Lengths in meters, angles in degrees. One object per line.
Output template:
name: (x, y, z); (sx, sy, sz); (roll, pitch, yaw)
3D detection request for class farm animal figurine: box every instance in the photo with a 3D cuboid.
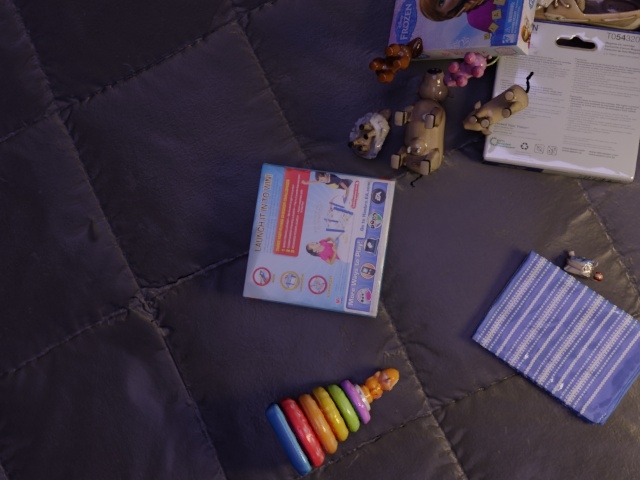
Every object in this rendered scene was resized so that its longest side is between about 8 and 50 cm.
farm animal figurine: (0.256, -0.277, 1.609); (0.330, 0.172, 0.327); (29, 118, 16)

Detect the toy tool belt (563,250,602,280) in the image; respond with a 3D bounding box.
toy tool belt: (0.577, 0.054, 1.622); (0.083, 0.052, 0.051); (15, 81, 27)

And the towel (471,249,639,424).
towel: (0.530, 0.213, 1.615); (0.336, 0.040, 0.243); (35, 95, 8)

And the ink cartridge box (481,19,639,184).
ink cartridge box: (0.542, -0.309, 1.646); (0.324, 0.071, 0.330); (10, 84, 7)

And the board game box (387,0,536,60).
board game box: (0.315, -0.556, 1.615); (0.318, 0.066, 0.318); (7, 86, 38)

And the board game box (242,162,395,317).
board game box: (0.000, 0.000, 1.677); (0.302, 0.086, 0.308); (8, 87, 7)

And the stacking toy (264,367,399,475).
stacking toy: (0.044, 0.367, 1.631); (0.302, 0.175, 0.166); (-28, 84, -10)

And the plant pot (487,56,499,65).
plant pot: (0.358, -0.419, 1.668); (0.083, 0.079, 0.083); (0, 86, 6)

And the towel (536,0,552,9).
towel: (0.437, -0.622, 1.640); (0.187, 0.049, 0.282); (-47, 56, -1)

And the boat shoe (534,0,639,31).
boat shoe: (0.554, -0.538, 1.636); (0.341, 0.110, 0.121); (8, 87, 9)
